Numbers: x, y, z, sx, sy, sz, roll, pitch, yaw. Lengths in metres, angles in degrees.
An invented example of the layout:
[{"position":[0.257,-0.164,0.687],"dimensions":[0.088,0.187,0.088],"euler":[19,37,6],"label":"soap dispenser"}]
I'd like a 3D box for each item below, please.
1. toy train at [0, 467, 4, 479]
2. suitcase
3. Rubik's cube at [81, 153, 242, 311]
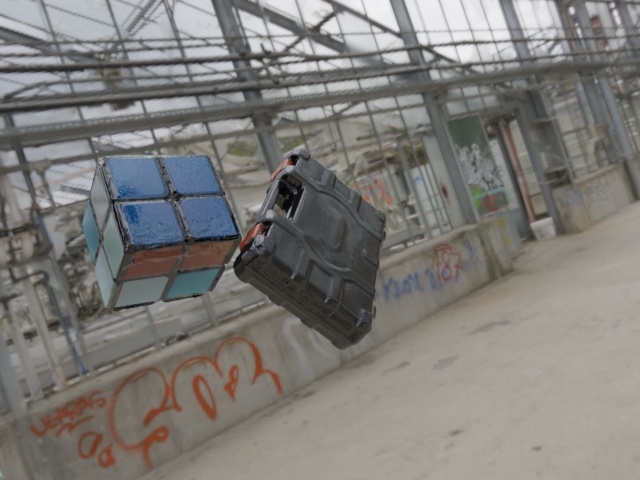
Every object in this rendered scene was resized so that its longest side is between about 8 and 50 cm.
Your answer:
[{"position":[-0.365,0.171,0.564],"dimensions":[0.052,0.051,0.234],"euler":[12,16,-47],"label":"toy train"},{"position":[0.000,0.000,0.856],"dimensions":[0.066,0.206,0.285],"euler":[-43,18,33],"label":"suitcase"},{"position":[-0.249,-0.014,0.909],"dimensions":[0.183,0.167,0.180],"euler":[-7,-31,-33],"label":"Rubik's cube"}]
